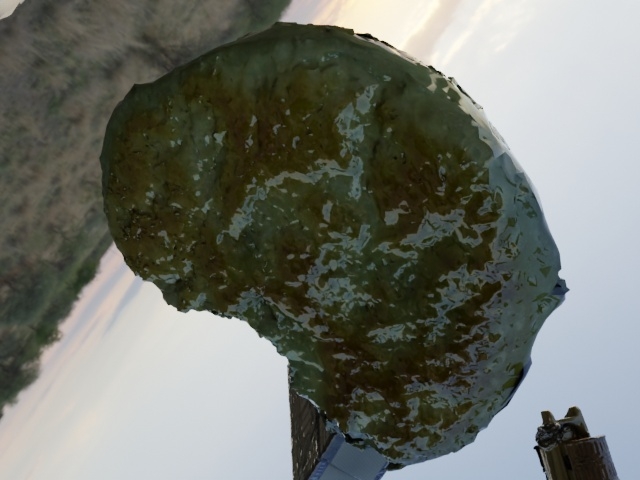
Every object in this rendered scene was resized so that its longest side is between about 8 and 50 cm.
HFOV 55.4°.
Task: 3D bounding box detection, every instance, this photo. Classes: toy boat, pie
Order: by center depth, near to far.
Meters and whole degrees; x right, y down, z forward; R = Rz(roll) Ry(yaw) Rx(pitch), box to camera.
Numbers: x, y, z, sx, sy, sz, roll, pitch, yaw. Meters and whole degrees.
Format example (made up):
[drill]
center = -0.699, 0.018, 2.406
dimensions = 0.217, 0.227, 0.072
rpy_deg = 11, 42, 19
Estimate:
[pie]
center = 0.000, 0.000, 0.451
dimensions = 0.296, 0.371, 0.078
rpy_deg = -51, 176, 32
[toy boat]
center = 0.322, 0.313, 0.726
dimensions = 0.088, 0.068, 0.225
rpy_deg = 129, -46, -61

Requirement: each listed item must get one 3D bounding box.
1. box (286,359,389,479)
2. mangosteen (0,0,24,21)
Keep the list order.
[box]
center = 0.050, 0.115, 0.650
dimensions = 0.198, 0.084, 0.310
rpy_deg = -98, -155, -50
[mangosteen]
center = -0.301, -0.255, 0.312
dimensions = 0.307, 0.307, 0.347
rpy_deg = -49, 155, 15
